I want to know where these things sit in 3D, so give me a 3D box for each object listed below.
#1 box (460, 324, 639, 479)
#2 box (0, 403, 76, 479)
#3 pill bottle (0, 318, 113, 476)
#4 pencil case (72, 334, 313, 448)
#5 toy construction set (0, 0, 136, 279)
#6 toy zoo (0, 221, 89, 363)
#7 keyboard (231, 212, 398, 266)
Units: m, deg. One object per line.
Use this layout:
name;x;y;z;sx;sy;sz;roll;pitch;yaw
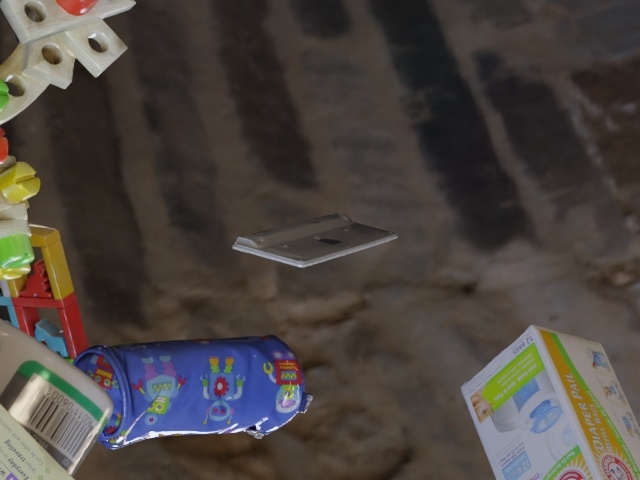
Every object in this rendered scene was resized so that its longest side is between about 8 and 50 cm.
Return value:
box;0.233;0.198;1.570;0.103;0.114;0.203;16;-138;-38
box;-0.383;0.236;1.484;0.213;0.243;0.117;46;151;-4
pill bottle;-0.384;0.264;1.668;0.204;0.361;0.204;29;163;10
pencil case;-0.161;0.187;2.054;0.119;0.306;0.133;-5;86;49
toy construction set;-0.260;-0.069;1.231;0.328;0.215;0.151;-52;55;41
toy zoo;-0.410;0.082;2.254;0.030;0.192;0.293;-36;-60;-50
keyboard;0.000;0.000;1.592;0.256;0.072;0.014;-16;-55;-67
